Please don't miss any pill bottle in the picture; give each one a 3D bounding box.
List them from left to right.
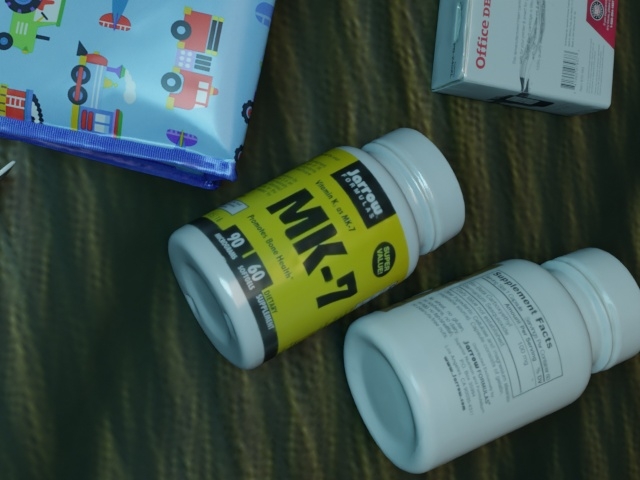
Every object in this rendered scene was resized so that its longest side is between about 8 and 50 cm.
[{"bbox_3d":[0.000,0.000,0.777,0.208,0.119,0.119,-30,100,-20],"label":"pill bottle"},{"bbox_3d":[0.146,0.088,0.826,0.229,0.131,0.131,-19,96,-21],"label":"pill bottle"}]

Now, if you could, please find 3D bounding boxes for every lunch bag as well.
[{"bbox_3d":[-0.185,-0.176,0.713,0.293,0.138,0.221,13,87,-12],"label":"lunch bag"}]

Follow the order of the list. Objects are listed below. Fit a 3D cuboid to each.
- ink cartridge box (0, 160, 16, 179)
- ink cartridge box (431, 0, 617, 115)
[{"bbox_3d":[-0.295,-0.013,0.667,0.180,0.104,0.060,-43,103,-18],"label":"ink cartridge box"},{"bbox_3d":[0.178,-0.175,0.881,0.150,0.063,0.109,7,87,-21],"label":"ink cartridge box"}]
